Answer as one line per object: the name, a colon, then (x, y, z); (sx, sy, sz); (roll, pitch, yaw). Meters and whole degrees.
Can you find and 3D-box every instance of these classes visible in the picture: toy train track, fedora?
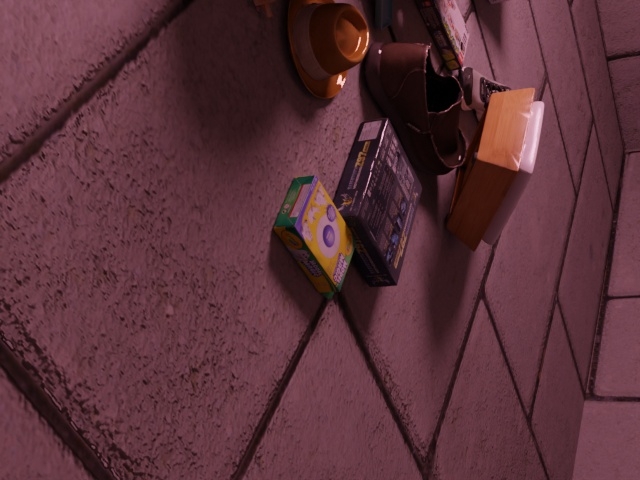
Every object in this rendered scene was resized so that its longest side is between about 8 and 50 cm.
toy train track: (-0.088, -0.354, 1.103); (0.048, 0.014, 0.083); (-34, 110, -48)
fedora: (0.022, -0.315, 1.219); (0.194, 0.079, 0.194); (12, 77, -59)

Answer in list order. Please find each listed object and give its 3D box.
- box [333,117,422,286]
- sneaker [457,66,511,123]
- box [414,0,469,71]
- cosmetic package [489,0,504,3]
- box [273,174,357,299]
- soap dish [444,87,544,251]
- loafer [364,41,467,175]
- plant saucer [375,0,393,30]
box: (0.100, -0.065, 1.344); (0.183, 0.059, 0.233); (56, 41, -40)
sneaker: (0.392, -0.341, 1.827); (0.271, 0.108, 0.100); (15, 76, -57)
box: (0.266, -0.481, 1.696); (0.207, 0.036, 0.114); (51, 45, -44)
cosmetic package: (0.453, -0.752, 1.947); (0.224, 0.138, 0.225); (25, 67, -56)
box: (0.000, 0.000, 1.184); (0.179, 0.043, 0.105); (58, 41, -42)
soap dish: (0.356, -0.147, 1.628); (0.291, 0.118, 0.229); (103, 5, -57)
loafer: (0.210, -0.238, 1.480); (0.366, 0.130, 0.134); (40, 54, -51)
plant saucer: (0.115, -0.481, 1.408); (0.067, 0.018, 0.192); (-49, 144, -54)
